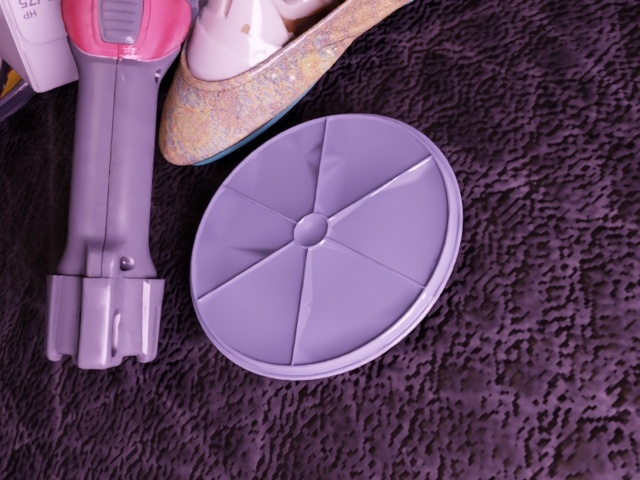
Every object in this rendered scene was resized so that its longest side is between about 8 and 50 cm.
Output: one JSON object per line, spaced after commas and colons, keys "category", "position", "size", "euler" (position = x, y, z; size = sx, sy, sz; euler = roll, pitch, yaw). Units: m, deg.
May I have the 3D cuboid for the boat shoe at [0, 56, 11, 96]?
{"category": "boat shoe", "position": [-0.343, -0.143, 0.659], "size": [0.049, 0.042, 0.132], "euler": [12, 73, -8]}

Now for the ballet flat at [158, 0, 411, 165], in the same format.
{"category": "ballet flat", "position": [-0.012, -0.197, 0.519], "size": [0.349, 0.123, 0.123], "euler": [-35, 54, 6]}

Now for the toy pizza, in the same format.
{"category": "toy pizza", "position": [0.000, 0.000, 0.456], "size": [0.201, 0.032, 0.201], "euler": [-13, 58, 21]}

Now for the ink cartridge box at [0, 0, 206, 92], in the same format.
{"category": "ink cartridge box", "position": [-0.246, -0.299, 0.603], "size": [0.198, 0.197, 0.270], "euler": [-30, 50, -27]}

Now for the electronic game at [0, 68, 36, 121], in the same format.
{"category": "electronic game", "position": [-0.376, -0.213, 0.749], "size": [0.229, 0.048, 0.229], "euler": [-11, 60, 21]}

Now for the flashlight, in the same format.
{"category": "flashlight", "position": [-0.147, -0.069, 0.480], "size": [0.103, 0.103, 0.303], "euler": [2, 88, 36]}
